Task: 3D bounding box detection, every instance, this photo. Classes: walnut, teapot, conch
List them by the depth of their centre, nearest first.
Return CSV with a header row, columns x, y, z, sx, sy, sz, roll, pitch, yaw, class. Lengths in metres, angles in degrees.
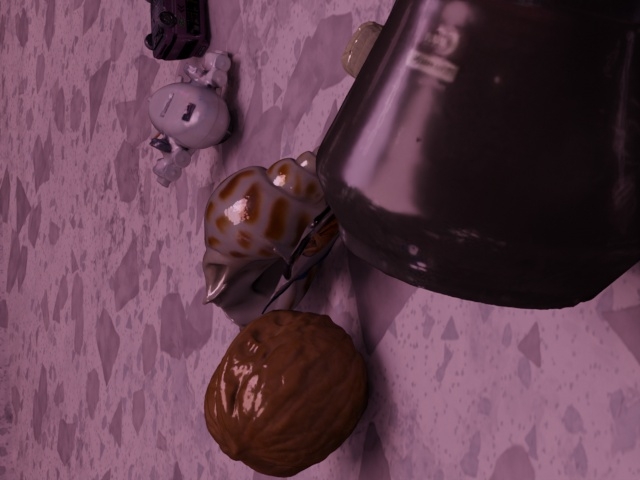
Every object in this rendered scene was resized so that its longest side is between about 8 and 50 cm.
x,y,z,sx,sy,sz,roll,pitch,yaw,class
0.197,-0.139,1.131,0.376,0.305,0.362,19,109,24,teapot
0.106,-0.199,1.575,0.107,0.077,0.200,-56,33,12,teapot
-0.044,0.191,1.658,0.213,0.213,0.213,-175,90,-65,walnut
-0.067,-0.015,1.816,0.149,0.182,0.275,-49,-5,-46,conch

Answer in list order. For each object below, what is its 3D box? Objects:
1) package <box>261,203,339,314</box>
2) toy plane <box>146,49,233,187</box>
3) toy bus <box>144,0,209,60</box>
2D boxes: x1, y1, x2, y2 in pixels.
x,y,z,sx,sy,sz,roll,pitch,yaw,class
0.000,0.000,1.683,0.027,0.171,0.173,36,130,9,package
-0.210,-0.201,2.202,0.244,0.117,0.245,-38,38,38,toy plane
-0.246,-0.398,2.332,0.087,0.098,0.178,-44,44,53,toy bus
